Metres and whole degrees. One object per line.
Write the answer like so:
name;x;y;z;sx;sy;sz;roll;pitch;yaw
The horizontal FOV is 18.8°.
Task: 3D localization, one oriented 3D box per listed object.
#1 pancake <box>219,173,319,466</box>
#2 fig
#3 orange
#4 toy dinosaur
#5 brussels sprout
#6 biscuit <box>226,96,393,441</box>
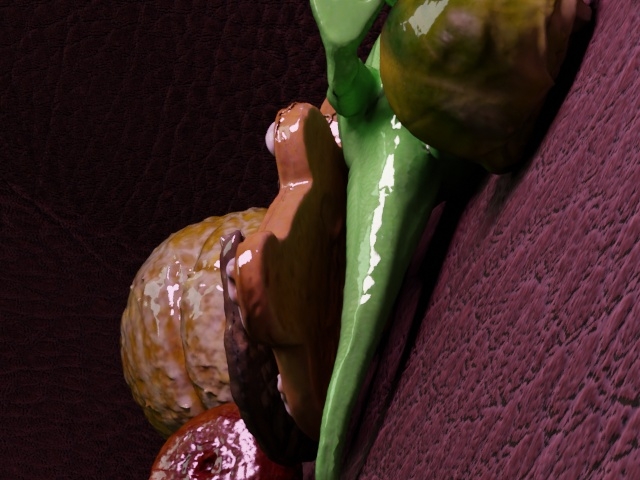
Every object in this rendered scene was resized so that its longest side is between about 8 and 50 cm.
pancake;-0.021;0.042;1.580;0.286;0.033;0.288;38;-129;-62
fig;-0.074;0.235;1.687;0.146;0.134;0.201;-38;-26;-12
orange;-0.109;0.097;2.092;0.369;0.210;0.271;108;176;-72
toy dinosaur;0.061;-0.036;1.558;0.374;0.144;0.500;24;-103;-78
brussels sprout;0.102;-0.130;1.287;0.149;0.122;0.151;-79;13;-66
biscuit;0.000;0.000;1.529;0.340;0.047;0.216;-74;-31;-48
